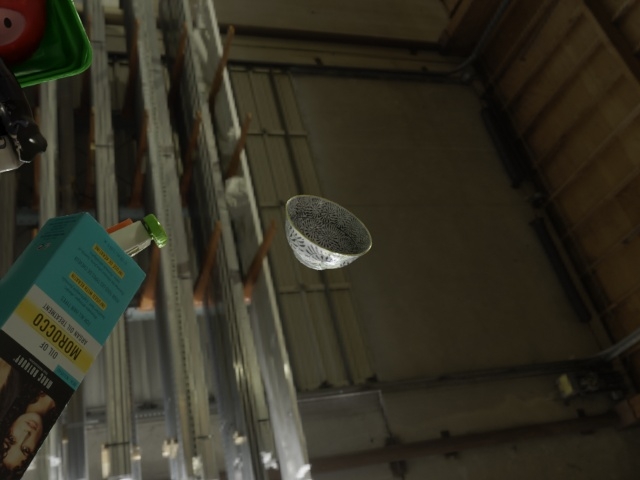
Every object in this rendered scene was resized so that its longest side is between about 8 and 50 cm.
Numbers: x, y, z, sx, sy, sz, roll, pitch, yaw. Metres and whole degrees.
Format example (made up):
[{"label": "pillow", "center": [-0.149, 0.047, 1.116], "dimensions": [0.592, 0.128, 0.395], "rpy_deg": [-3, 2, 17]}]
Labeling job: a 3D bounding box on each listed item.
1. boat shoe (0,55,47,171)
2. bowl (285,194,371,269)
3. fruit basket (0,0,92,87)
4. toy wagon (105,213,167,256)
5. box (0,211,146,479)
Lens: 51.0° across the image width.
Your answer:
[{"label": "boat shoe", "center": [-0.487, -0.133, 0.727], "dimensions": [0.127, 0.341, 0.158], "rpy_deg": [-115, -168, -68]}, {"label": "bowl", "center": [0.000, 0.000, 1.209], "dimensions": [0.080, 0.170, 0.170], "rpy_deg": [-62, -146, 29]}, {"label": "fruit basket", "center": [-0.486, -0.305, 0.807], "dimensions": [0.392, 0.392, 0.282], "rpy_deg": [10, -59, 69]}, {"label": "toy wagon", "center": [-0.404, 0.039, 1.197], "dimensions": [0.068, 0.267, 0.344], "rpy_deg": [58, -14, -3]}, {"label": "box", "center": [-0.265, 0.094, 0.619], "dimensions": [0.060, 0.100, 0.244], "rpy_deg": [-7, -136, 32]}]
